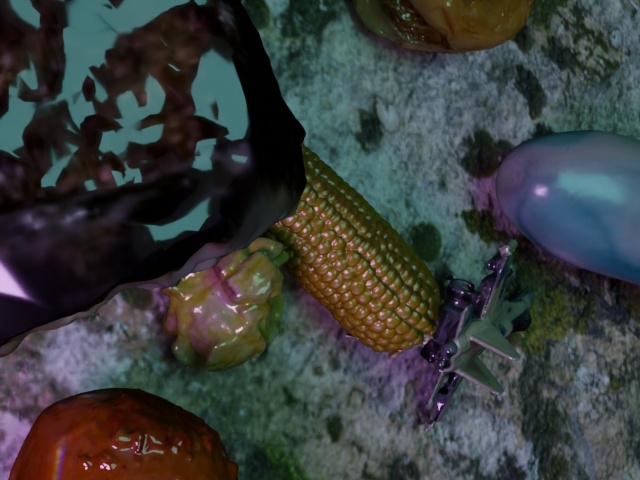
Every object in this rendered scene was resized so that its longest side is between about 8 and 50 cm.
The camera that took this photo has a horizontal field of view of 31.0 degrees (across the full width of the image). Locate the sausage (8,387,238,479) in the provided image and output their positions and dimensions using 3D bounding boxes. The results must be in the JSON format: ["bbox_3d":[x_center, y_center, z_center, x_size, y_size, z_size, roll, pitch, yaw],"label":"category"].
[{"bbox_3d":[-0.134,0.231,0.745,0.141,0.153,0.267,11,74,-30],"label":"sausage"}]

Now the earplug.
[{"bbox_3d":[0.314,-0.029,1.205,0.324,0.185,0.184,11,75,-33],"label":"earplug"}]

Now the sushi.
[{"bbox_3d":[-0.178,-0.102,0.673,0.281,0.299,0.294,-26,96,-28],"label":"sushi"}]

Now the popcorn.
[{"bbox_3d":[-0.070,0.050,0.890,0.097,0.089,0.109,50,53,-69],"label":"popcorn"}]

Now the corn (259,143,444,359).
[{"bbox_3d":[0.003,-0.004,0.959,0.260,0.091,0.091,44,77,-24],"label":"corn"}]

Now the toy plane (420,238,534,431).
[{"bbox_3d":[0.151,0.075,1.078,0.192,0.088,0.262,-69,169,19],"label":"toy plane"}]

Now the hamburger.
[{"bbox_3d":[0.115,-0.273,1.107,0.214,0.108,0.213,14,71,-45],"label":"hamburger"}]
